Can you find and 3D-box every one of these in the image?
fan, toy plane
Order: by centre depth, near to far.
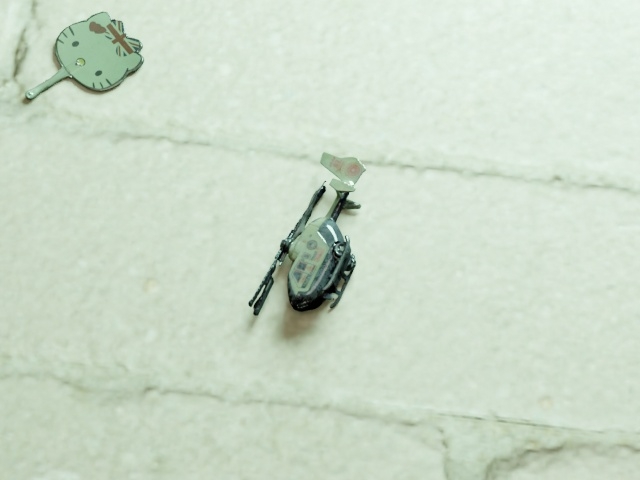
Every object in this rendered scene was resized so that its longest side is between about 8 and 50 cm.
[{"bbox_3d":[0.000,0.000,1.225,0.049,0.031,0.121,20,70,18],"label":"toy plane"},{"bbox_3d":[-0.158,-0.115,1.291,0.083,0.004,0.056,-36,71,-15],"label":"fan"}]
